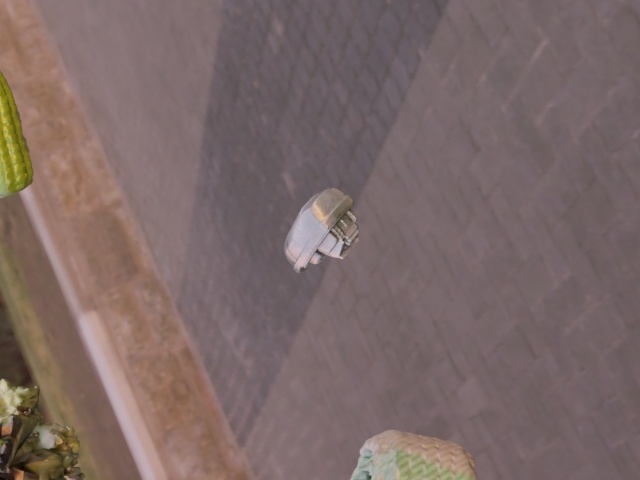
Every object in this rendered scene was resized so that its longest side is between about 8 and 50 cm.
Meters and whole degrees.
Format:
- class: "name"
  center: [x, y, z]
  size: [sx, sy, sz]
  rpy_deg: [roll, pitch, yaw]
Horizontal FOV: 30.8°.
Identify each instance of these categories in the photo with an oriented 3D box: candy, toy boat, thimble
- class: "candy"
  center: [-0.507, -0.174, 1.818]
  size: [0.097, 0.097, 0.209]
  rpy_deg: [-145, 47, -60]
- class: "toy boat"
  center: [0.000, 0.000, 1.609]
  size: [0.085, 0.078, 0.260]
  rpy_deg: [41, 161, 3]
- class: "thimble"
  center: [0.119, 0.369, 1.604]
  size: [0.219, 0.150, 0.219]
  rpy_deg: [-167, 90, -86]

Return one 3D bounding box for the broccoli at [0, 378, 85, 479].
- class: "broccoli"
  center: [-0.436, 0.280, 1.244]
  size: [0.338, 0.277, 0.317]
  rpy_deg: [10, 78, 43]
